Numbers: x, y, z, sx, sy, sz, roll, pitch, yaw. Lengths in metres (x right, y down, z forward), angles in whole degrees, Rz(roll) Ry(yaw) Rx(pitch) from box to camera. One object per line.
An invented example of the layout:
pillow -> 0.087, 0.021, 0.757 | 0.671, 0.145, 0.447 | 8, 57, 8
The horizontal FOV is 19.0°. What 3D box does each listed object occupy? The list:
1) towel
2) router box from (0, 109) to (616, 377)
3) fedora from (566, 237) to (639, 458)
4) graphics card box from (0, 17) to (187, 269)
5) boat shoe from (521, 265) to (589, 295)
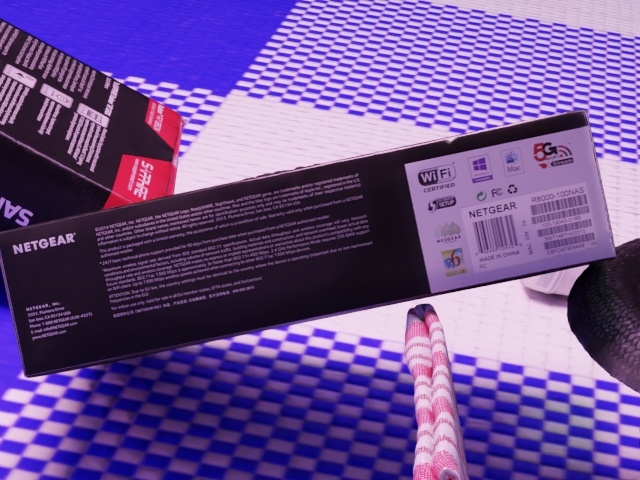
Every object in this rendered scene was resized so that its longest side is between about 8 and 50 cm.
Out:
towel -> 0.057, 0.129, 0.903 | 0.029, 0.144, 0.197 | -8, 20, 4
router box -> 0.000, 0.000, 1.071 | 0.308, 0.081, 0.243 | -12, 0, 4
fedora -> 0.290, 0.105, 1.032 | 0.334, 0.153, 0.334 | 5, 21, -2
graphics card box -> -0.276, -0.102, 1.287 | 0.371, 0.094, 0.233 | 29, 18, -12
boat shoe -> 0.185, -0.008, 1.432 | 0.063, 0.066, 0.184 | 21, 17, -6
